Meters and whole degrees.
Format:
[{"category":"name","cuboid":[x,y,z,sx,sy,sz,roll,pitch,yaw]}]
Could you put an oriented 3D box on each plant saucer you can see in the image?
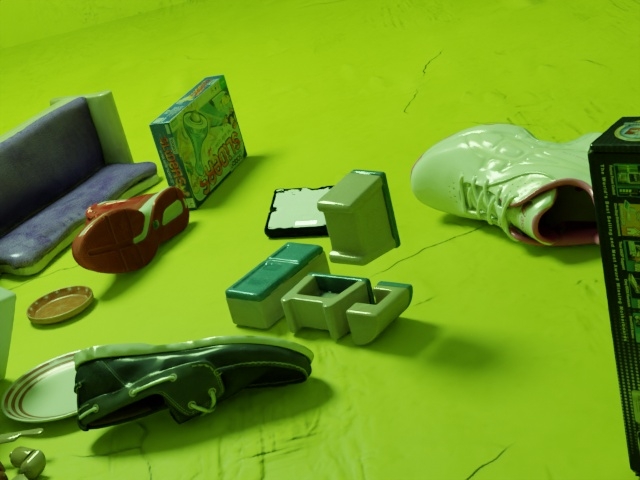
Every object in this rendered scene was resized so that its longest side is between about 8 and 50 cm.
[{"category":"plant saucer","cuboid":[-0.317,0.080,1.365,0.083,0.013,0.083,-12,22,5]}]

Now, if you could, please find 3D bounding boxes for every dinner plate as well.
[{"category":"dinner plate","cuboid":[-0.261,0.153,1.162,0.141,0.017,0.141,-12,24,5]}]

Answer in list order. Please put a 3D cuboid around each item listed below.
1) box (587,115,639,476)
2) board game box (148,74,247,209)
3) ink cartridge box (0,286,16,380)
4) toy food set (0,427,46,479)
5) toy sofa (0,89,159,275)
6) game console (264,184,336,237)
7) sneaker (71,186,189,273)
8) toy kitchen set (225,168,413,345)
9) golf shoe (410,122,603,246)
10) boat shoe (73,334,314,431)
[{"category":"box","cuboid":[0.302,0.052,0.739,0.216,0.270,0.060,6,29,39]},{"category":"board game box","cuboid":[-0.176,-0.146,1.642,0.035,0.136,0.201,-5,26,22]},{"category":"ink cartridge box","cuboid":[-0.469,0.105,1.125,0.197,0.114,0.273,21,20,15]},{"category":"toy food set","cuboid":[-0.291,0.223,1.021,0.077,0.019,0.122,-10,31,11]},{"category":"toy sofa","cuboid":[-0.406,-0.089,1.629,0.177,0.150,0.362,-2,26,30]},{"category":"game console","cuboid":[0.003,-0.036,1.443,0.122,0.071,0.107,-3,55,26]},{"category":"sneaker","cuboid":[-0.278,-0.004,1.474,0.128,0.087,0.221,-10,10,31]},{"category":"toy kitchen set","cuboid":[0.000,0.000,1.165,0.207,0.166,0.122,5,30,38]},{"category":"golf shoe","cuboid":[0.220,-0.057,1.242,0.306,0.115,0.140,2,31,36]},{"category":"boat shoe","cuboid":[-0.120,0.139,1.066,0.233,0.084,0.079,-6,62,3]}]
